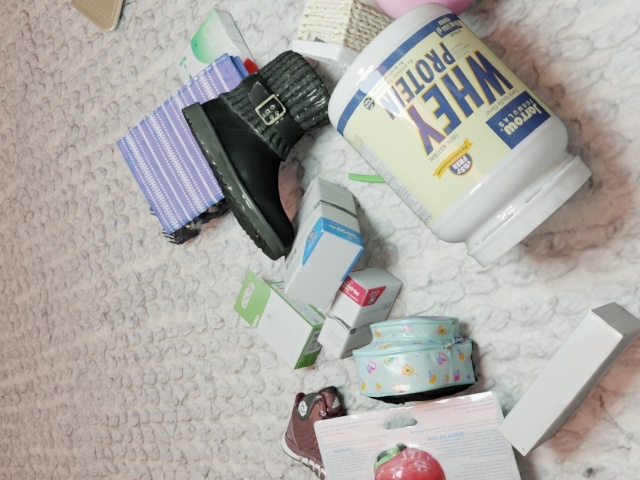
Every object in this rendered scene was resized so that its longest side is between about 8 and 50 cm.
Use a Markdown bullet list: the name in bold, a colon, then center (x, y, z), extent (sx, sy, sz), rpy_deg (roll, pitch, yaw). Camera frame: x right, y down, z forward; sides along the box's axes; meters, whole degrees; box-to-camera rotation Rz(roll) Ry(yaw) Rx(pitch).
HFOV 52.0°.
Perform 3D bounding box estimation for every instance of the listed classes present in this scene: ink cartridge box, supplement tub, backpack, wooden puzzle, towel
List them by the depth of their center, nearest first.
- **supplement tub**: center (0.195, -0.146, 0.940), extent (0.325, 0.235, 0.235), rpy_deg (48, 124, 7)
- **backpack**: center (0.147, 0.196, 1.077), extent (0.166, 0.188, 0.144), rpy_deg (-12, 86, 42)
- **ink cartridge box**: center (0.000, 0.000, 1.189), extent (0.148, 0.086, 0.203), rpy_deg (-60, 17, 28)
- **ink cartridge box**: center (0.070, 0.130, 1.191), extent (0.063, 0.109, 0.150), rpy_deg (36, 116, 32)
- **ink cartridge box**: center (-0.082, 0.156, 1.359), extent (0.209, 0.062, 0.109), rpy_deg (39, 118, 32)
- **towel**: center (-0.248, -0.197, 1.359), extent (0.336, 0.040, 0.243), rpy_deg (-32, 84, 20)
- **ink cartridge box**: center (-0.221, -0.359, 1.440), extent (0.181, 0.056, 0.224), rpy_deg (-40, 67, 37)
- **wooden puzzle**: center (-0.559, -0.691, 1.716), extent (0.221, 0.044, 0.238), rpy_deg (40, 114, 31)

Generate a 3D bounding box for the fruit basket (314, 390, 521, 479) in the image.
- **fruit basket**: center (0.178, 0.442, 1.074), extent (0.327, 0.165, 0.353), rpy_deg (-17, 79, 23)

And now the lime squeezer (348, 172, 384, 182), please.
- **lime squeezer**: center (0.161, -0.143, 1.121), extent (0.310, 0.059, 0.110), rpy_deg (-34, 72, 39)

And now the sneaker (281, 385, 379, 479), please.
- **sneaker**: center (0.035, 0.370, 1.252), extent (0.281, 0.106, 0.162), rpy_deg (15, 101, 40)

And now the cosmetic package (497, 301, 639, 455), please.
- **cosmetic package**: center (0.359, 0.200, 0.952), extent (0.060, 0.099, 0.239), rpy_deg (43, 120, 30)

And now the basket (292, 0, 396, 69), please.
- **basket**: center (0.051, -0.350, 1.127), extent (0.113, 0.167, 0.103), rpy_deg (23, 104, 38)

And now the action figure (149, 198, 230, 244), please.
- **action figure**: center (-0.282, -0.097, 1.462), extent (0.276, 0.141, 0.164), rpy_deg (-40, 67, 40)

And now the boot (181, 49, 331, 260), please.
- **boot**: center (-0.070, -0.164, 1.211), extent (0.348, 0.260, 0.131), rpy_deg (61, 170, 5)

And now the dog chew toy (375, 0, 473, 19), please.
- **dog chew toy**: center (0.225, -0.450, 0.951), extent (0.332, 0.207, 0.206), rpy_deg (-15, 84, 33)
